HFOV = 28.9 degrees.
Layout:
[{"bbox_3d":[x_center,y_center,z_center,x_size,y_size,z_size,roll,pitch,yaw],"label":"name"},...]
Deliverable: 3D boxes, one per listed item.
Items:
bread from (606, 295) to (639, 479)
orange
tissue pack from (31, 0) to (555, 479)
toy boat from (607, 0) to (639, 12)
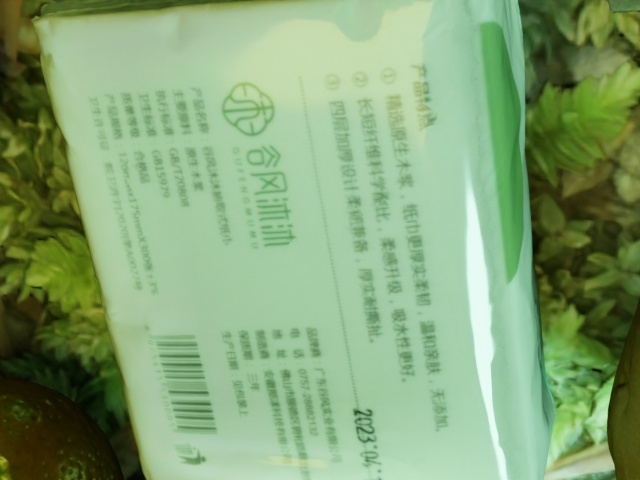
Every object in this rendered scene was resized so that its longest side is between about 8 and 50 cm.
[{"bbox_3d":[0.273,0.013,0.708,0.149,0.195,0.344,9,117,-10],"label":"bread"},{"bbox_3d":[-0.238,0.207,0.956,0.179,0.158,0.237,-1,116,23],"label":"orange"},{"bbox_3d":[0.000,-0.001,0.776,0.266,0.194,0.356,-1,114,16],"label":"tissue pack"},{"bbox_3d":[0.206,-0.196,0.727,0.096,0.034,0.122,-1,104,17],"label":"toy boat"}]
